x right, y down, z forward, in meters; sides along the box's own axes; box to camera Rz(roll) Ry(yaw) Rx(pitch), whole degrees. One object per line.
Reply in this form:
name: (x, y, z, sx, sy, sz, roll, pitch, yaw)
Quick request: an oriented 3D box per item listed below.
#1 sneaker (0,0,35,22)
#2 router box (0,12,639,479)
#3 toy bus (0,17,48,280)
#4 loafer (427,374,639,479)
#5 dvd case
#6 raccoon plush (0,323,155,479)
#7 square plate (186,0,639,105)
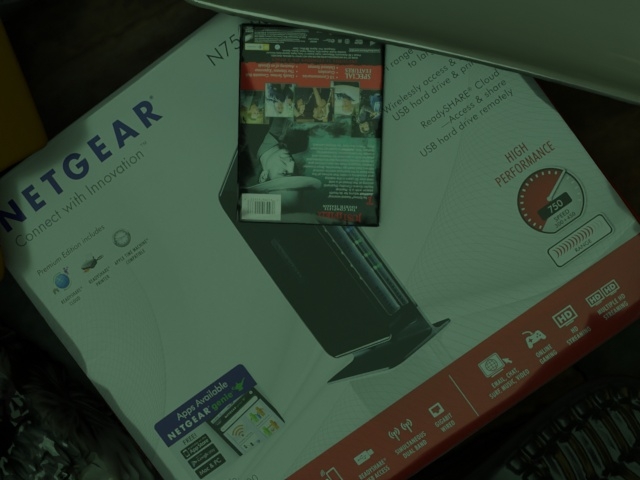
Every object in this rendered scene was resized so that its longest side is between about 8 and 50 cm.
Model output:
sneaker: (-0.239, -0.166, 0.969, 0.281, 0.115, 0.105, -36, 93, 8)
router box: (0.000, 0.000, 0.987, 0.335, 0.082, 0.301, -37, 93, 8)
toy bus: (-0.256, -0.119, 0.877, 0.130, 0.108, 0.332, -15, 103, 24)
loafer: (0.070, 0.221, 0.959, 0.366, 0.130, 0.133, -31, 82, -7)
dvd case: (-0.006, -0.068, 0.930, 0.087, 0.013, 0.119, 1, 96, 5)
raccoon plush: (-0.370, 0.133, 0.984, 0.446, 0.216, 0.299, 42, 106, -2)
square plate: (0.117, -0.257, 0.910, 0.344, 0.049, 0.347, 12, 79, -5)
